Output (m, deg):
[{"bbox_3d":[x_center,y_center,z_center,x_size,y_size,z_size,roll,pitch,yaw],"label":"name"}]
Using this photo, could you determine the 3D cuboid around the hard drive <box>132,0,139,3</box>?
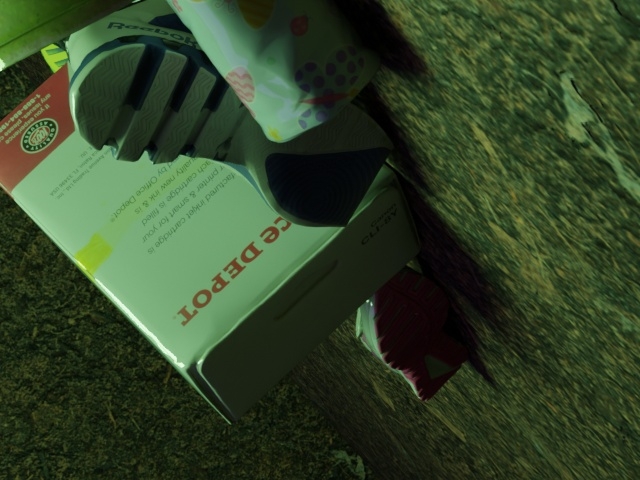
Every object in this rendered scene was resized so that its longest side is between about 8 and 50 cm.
[{"bbox_3d":[-0.200,-0.261,1.353,0.307,0.040,0.203,29,169,14],"label":"hard drive"}]

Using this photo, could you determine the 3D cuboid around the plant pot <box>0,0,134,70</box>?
[{"bbox_3d":[-0.151,-0.267,0.829,0.254,0.276,0.276,62,167,-14],"label":"plant pot"}]

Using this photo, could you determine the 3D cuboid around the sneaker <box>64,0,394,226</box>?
[{"bbox_3d":[-0.093,-0.135,1.242,0.315,0.127,0.182,19,-155,-36],"label":"sneaker"}]

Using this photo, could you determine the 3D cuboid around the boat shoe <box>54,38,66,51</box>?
[{"bbox_3d":[-0.465,-0.365,2.039,0.500,0.156,0.187,37,164,43],"label":"boat shoe"}]

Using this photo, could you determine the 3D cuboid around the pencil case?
[{"bbox_3d":[-0.071,-0.204,1.070,0.273,0.113,0.124,51,-177,-18],"label":"pencil case"}]

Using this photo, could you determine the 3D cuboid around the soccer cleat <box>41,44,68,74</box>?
[{"bbox_3d":[-0.330,-0.266,2.118,0.289,0.093,0.121,47,141,31],"label":"soccer cleat"}]

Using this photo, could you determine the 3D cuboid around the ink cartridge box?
[{"bbox_3d":[-0.129,-0.043,1.464,0.384,0.279,0.160,42,170,30],"label":"ink cartridge box"}]

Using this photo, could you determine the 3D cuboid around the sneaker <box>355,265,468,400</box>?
[{"bbox_3d":[0.083,0.092,1.614,0.111,0.103,0.252,40,167,30],"label":"sneaker"}]
